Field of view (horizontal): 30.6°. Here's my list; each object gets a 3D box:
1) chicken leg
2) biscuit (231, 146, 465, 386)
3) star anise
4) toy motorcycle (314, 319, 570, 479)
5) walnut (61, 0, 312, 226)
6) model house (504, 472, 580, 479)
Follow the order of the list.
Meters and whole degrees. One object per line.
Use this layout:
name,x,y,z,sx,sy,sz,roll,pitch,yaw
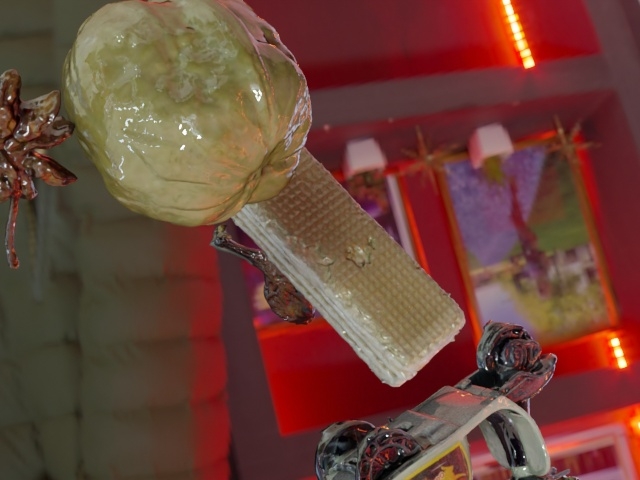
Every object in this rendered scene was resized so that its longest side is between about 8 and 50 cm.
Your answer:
chicken leg,-0.077,0.056,1.884,0.106,0.051,0.253,-17,132,29
biscuit,0.000,0.000,1.529,0.144,0.426,0.078,-37,167,-35
star anise,-0.334,-0.082,1.286,0.177,0.073,0.234,-29,134,5
toy motorcycle,0.104,0.179,0.932,0.263,0.157,0.091,-31,-168,-27
walnut,-0.151,-0.161,1.374,0.282,0.277,0.253,-28,159,-17
model house,0.392,0.419,1.543,0.266,0.261,0.321,-15,165,28
